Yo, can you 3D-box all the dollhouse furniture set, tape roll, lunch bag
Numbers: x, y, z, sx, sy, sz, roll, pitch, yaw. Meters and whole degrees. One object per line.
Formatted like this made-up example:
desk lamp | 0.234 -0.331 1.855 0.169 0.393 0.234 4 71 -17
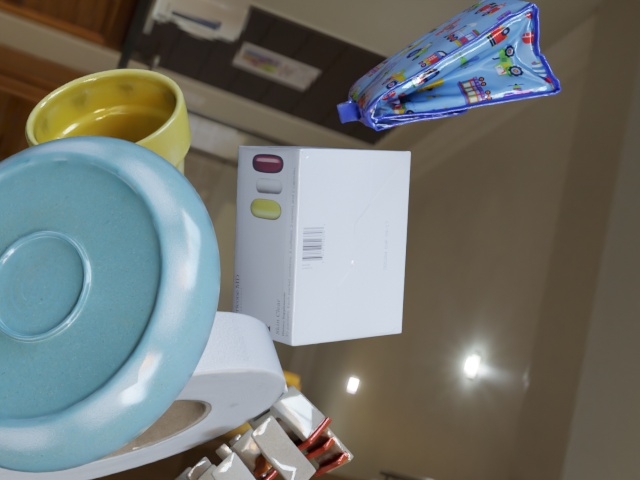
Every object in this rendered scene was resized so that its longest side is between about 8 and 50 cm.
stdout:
dollhouse furniture set | -0.085 0.323 1.411 0.259 0.135 0.262 -40 180 -41
tape roll | -0.229 0.189 1.201 0.392 0.392 0.072 -52 -127 56
lunch bag | 0.161 -0.239 1.537 0.221 0.293 0.138 -112 -179 -73

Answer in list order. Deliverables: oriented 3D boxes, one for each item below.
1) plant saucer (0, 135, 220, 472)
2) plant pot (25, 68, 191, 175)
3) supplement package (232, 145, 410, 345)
plant saucer | -0.244 0.044 0.951 0.044 0.318 0.317 49 54 -64
plant pot | -0.326 -0.116 1.746 0.254 0.254 0.239 -86 170 -50
supplement package | 0.000 0.000 1.493 0.145 0.204 0.261 9 -82 51
